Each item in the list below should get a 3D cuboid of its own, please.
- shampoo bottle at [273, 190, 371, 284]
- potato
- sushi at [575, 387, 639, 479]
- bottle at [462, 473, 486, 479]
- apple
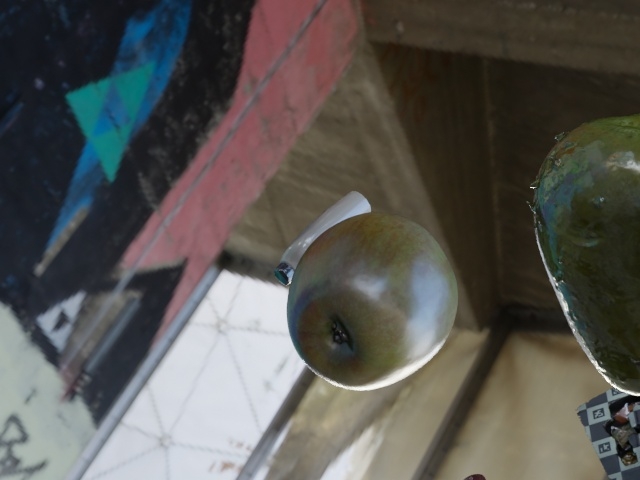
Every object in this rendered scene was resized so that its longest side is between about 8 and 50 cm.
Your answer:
[{"bbox_3d":[0.000,0.000,2.313,0.078,0.257,0.127,41,-28,14],"label":"shampoo bottle"},{"bbox_3d":[0.405,0.015,1.331,0.270,0.219,0.359,-13,-68,20],"label":"potato"},{"bbox_3d":[0.580,0.355,1.978,0.043,0.192,0.279,56,7,-29],"label":"sushi"},{"bbox_3d":[0.234,0.413,1.429,0.104,0.104,0.245,64,4,-48],"label":"bottle"},{"bbox_3d":[0.068,0.091,1.647,0.257,0.234,0.257,11,-68,29],"label":"apple"}]
